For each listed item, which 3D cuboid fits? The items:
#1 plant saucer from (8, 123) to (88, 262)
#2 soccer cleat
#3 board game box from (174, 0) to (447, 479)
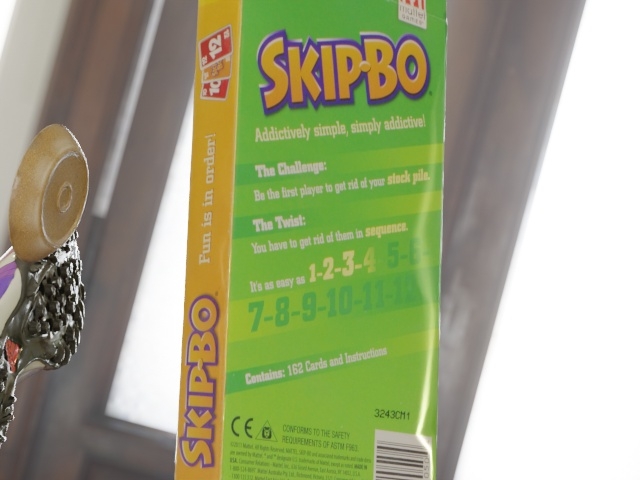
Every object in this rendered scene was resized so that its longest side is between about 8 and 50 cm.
[{"bbox_3d":[-0.156,-0.026,1.120,0.015,0.083,0.083,13,-2,17],"label":"plant saucer"},{"bbox_3d":[-0.260,0.076,1.390,0.116,0.108,0.318,-1,27,14],"label":"soccer cleat"},{"bbox_3d":[0.000,0.000,0.779,0.039,0.259,0.124,-5,-13,44],"label":"board game box"}]
